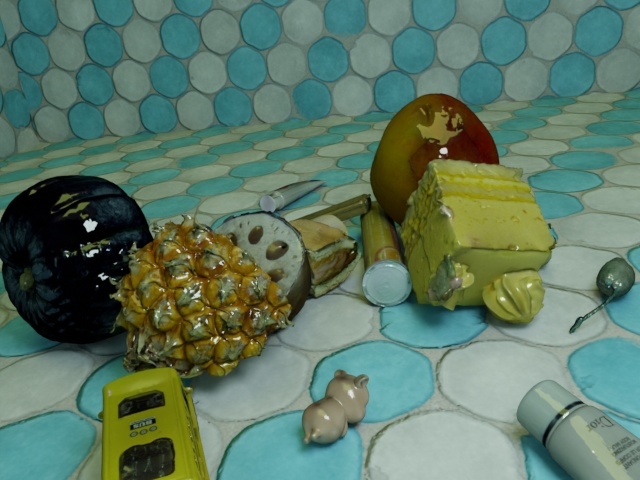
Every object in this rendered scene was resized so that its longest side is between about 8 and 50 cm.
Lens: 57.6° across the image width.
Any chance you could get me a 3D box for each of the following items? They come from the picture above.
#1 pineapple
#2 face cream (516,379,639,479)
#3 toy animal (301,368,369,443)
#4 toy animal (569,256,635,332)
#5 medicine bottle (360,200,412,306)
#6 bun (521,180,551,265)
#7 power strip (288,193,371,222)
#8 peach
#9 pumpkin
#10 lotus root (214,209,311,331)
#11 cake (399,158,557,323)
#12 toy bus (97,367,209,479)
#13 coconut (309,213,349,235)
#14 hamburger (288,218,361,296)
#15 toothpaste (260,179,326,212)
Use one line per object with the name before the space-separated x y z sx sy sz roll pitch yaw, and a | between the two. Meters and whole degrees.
pineapple | -0.260 0.107 0.989 0.344 0.209 0.286 18 52 30
face cream | 0.386 0.300 0.727 0.143 0.089 0.314 -19 36 -24
toy animal | 0.025 0.261 0.905 0.083 0.089 0.150 12 39 31
toy animal | 0.560 0.098 1.131 0.070 0.079 0.253 17 34 33
medicine bottle | 0.146 0.011 1.421 0.108 0.108 0.426 -6 23 4
bun | 0.441 -0.032 1.337 0.127 0.223 0.222 -18 21 14
power strip | 0.011 -0.061 1.604 0.305 0.044 0.064 -19 21 26
peach | 0.272 -0.172 1.404 0.289 0.373 0.373 20 26 1
pumpkin | -0.508 0.038 1.230 0.363 0.364 0.266 13 23 39
lotus root | -0.130 0.089 1.219 0.271 0.192 0.272 -9 52 11
cake | 0.303 0.018 1.137 0.227 0.223 0.286 3 49 -12
toy bus | -0.235 0.292 0.820 0.145 0.151 0.331 -13 23 -15
coconut | 0.000 0.000 1.480 0.116 0.116 0.122 12 25 37
hamburger | -0.025 0.024 1.360 0.155 0.136 0.207 -25 37 -39
toothpaste | -0.092 -0.165 1.963 0.100 0.066 0.323 1 19 29
